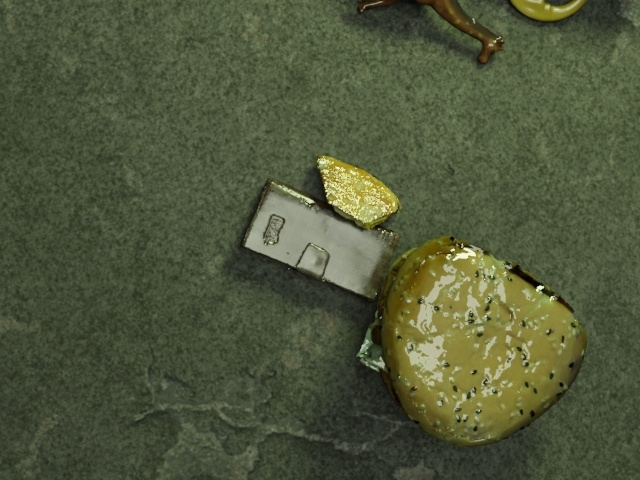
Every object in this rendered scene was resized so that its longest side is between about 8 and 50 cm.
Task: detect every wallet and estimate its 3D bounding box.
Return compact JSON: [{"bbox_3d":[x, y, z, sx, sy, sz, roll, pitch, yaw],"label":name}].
[{"bbox_3d":[0.000,0.000,1.617,0.230,0.042,0.124,24,81,-9],"label":"wallet"}]

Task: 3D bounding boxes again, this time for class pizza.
[{"bbox_3d":[0.053,-0.071,1.614,0.160,0.036,0.099,28,57,-4],"label":"pizza"}]

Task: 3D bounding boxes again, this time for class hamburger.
[{"bbox_3d":[0.220,0.166,1.568,0.318,0.195,0.277,31,84,-10],"label":"hamburger"}]

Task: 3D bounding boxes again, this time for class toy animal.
[{"bbox_3d":[0.172,-0.377,1.616,0.229,0.066,0.224,-4,119,4],"label":"toy animal"}]

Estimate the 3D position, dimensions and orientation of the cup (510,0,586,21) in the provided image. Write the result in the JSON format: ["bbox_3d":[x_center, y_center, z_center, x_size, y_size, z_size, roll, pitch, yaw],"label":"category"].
[{"bbox_3d":[0.416,-0.491,1.635,0.256,0.255,0.179,18,50,-9],"label":"cup"}]
